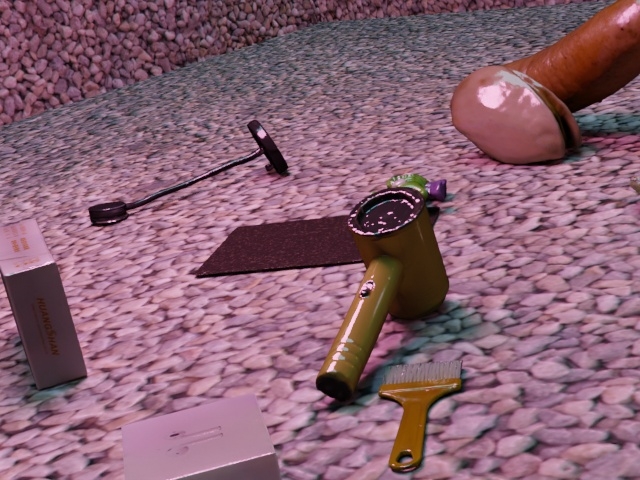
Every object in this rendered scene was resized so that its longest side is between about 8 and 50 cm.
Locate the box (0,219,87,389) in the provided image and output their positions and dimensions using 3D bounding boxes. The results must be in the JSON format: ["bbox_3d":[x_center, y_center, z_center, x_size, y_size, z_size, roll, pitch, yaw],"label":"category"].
[{"bbox_3d":[-0.350,0.072,1.392,0.067,0.149,0.233,-19,19,-15],"label":"box"}]

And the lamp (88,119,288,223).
[{"bbox_3d":[-0.243,-0.131,2.028,0.371,0.108,0.130,-15,19,-12],"label":"lamp"}]

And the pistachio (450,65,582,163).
[{"bbox_3d":[0.322,-0.202,1.876,0.238,0.153,0.138,34,51,29],"label":"pistachio"}]

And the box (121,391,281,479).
[{"bbox_3d":[-0.108,0.198,1.013,0.129,0.051,0.130,-13,17,-8],"label":"box"}]

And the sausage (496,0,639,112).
[{"bbox_3d":[0.420,-0.285,1.915,0.123,0.136,0.501,-19,-1,-29],"label":"sausage"}]

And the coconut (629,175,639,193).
[{"bbox_3d":[0.492,-0.081,1.523,0.158,0.055,0.133,-20,21,-24],"label":"coconut"}]

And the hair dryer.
[{"bbox_3d":[0.061,0.075,1.230,0.090,0.135,0.278,-2,37,26],"label":"hair dryer"}]

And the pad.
[{"bbox_3d":[0.000,0.000,1.646,0.330,0.004,0.220,-5,18,16],"label":"pad"}]

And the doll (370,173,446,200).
[{"bbox_3d":[0.136,-0.077,1.729,0.115,0.050,0.190,0,11,11],"label":"doll"}]

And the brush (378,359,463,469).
[{"bbox_3d":[0.090,0.164,1.073,0.083,0.011,0.205,-6,19,12],"label":"brush"}]
